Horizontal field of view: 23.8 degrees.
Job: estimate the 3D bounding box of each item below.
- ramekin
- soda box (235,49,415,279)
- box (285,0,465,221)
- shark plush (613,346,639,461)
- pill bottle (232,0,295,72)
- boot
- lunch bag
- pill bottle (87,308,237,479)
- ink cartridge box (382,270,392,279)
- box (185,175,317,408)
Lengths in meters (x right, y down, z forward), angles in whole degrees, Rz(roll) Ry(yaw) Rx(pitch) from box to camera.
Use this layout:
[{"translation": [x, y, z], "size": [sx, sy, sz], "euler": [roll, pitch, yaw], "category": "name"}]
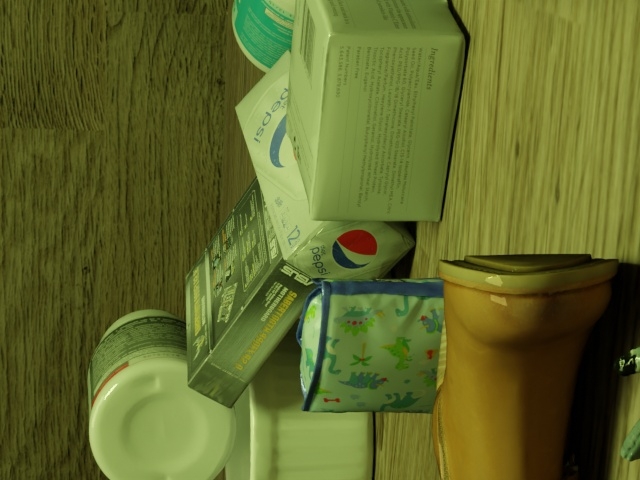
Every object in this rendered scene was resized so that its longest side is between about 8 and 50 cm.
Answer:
[{"translation": [-0.027, 0.215, 1.693], "size": [0.277, 0.135, 0.277], "euler": [180, 90, -81], "category": "ramekin"}, {"translation": [-0.001, -0.070, 1.516], "size": [0.091, 0.098, 0.286], "euler": [-45, 33, 19], "category": "soda box"}, {"translation": [0.043, -0.135, 1.339], "size": [0.181, 0.119, 0.182], "euler": [-105, 18, -58], "category": "box"}, {"translation": [0.170, 0.050, 0.714], "size": [0.161, 0.067, 0.073], "euler": [110, 158, -63], "category": "shark plush"}, {"translation": [-0.017, -0.262, 1.631], "size": [0.264, 0.146, 0.146], "euler": [120, 149, -71], "category": "pill bottle"}, {"translation": [0.113, 0.124, 0.914], "size": [0.283, 0.109, 0.220], "euler": [128, 143, -78], "category": "boot"}, {"translation": [0.052, 0.075, 1.241], "size": [0.151, 0.129, 0.096], "euler": [105, 162, -59], "category": "lunch bag"}, {"translation": [-0.189, 0.178, 1.768], "size": [0.283, 0.161, 0.161], "euler": [-126, 38, -75], "category": "pill bottle"}, {"translation": [0.028, 0.018, 1.594], "size": [0.180, 0.060, 0.104], "euler": [-99, 14, -47], "category": "ink cartridge box"}, {"translation": [-0.071, 0.038, 1.586], "size": [0.183, 0.056, 0.231], "euler": [-55, 20, 19], "category": "box"}]
